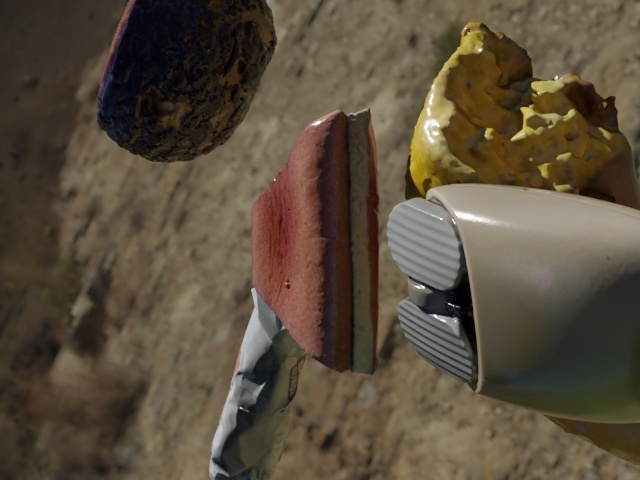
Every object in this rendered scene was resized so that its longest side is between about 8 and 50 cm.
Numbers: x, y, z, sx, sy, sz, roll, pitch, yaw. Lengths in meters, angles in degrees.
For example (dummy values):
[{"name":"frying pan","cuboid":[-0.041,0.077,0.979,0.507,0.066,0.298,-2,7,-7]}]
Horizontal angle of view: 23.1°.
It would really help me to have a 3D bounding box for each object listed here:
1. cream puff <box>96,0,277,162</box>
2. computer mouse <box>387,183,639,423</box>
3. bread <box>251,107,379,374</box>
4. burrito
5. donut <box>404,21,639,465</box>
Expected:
[{"name":"cream puff","cuboid":[-0.144,-0.197,1.718,0.239,0.165,0.239,-157,90,-86]},{"name":"computer mouse","cuboid":[0.141,0.040,0.994,0.237,0.082,0.145,13,121,39]},{"name":"bread","cuboid":[0.001,0.000,1.168,0.119,0.067,0.192,1,88,55]},{"name":"burrito","cuboid":[-0.049,0.126,1.278,0.064,0.064,0.203,-115,36,-60]},{"name":"donut","cuboid":[0.259,0.022,1.110,0.435,0.377,0.163,-3,37,46]}]
